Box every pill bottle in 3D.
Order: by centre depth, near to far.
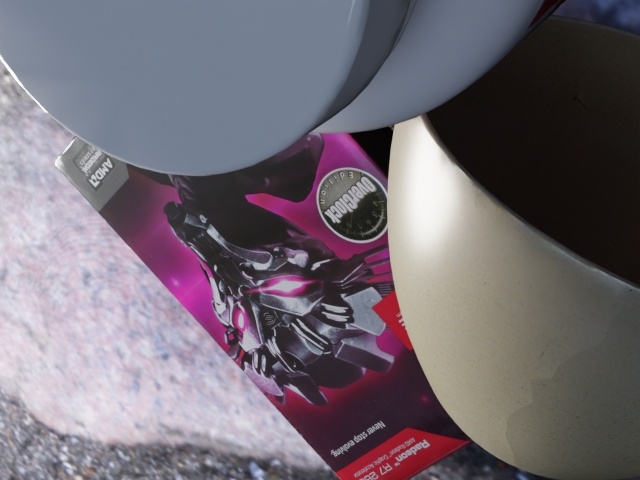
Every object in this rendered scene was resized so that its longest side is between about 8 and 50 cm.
[{"bbox_3d":[0.031,-0.189,0.552,0.229,0.407,0.229,15,123,24],"label":"pill bottle"}]

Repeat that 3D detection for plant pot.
[{"bbox_3d":[0.155,0.024,0.676,0.284,0.284,0.191,30,126,13],"label":"plant pot"}]

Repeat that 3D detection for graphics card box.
[{"bbox_3d":[0.000,0.000,0.882,0.371,0.094,0.233,49,129,-1],"label":"graphics card box"}]
